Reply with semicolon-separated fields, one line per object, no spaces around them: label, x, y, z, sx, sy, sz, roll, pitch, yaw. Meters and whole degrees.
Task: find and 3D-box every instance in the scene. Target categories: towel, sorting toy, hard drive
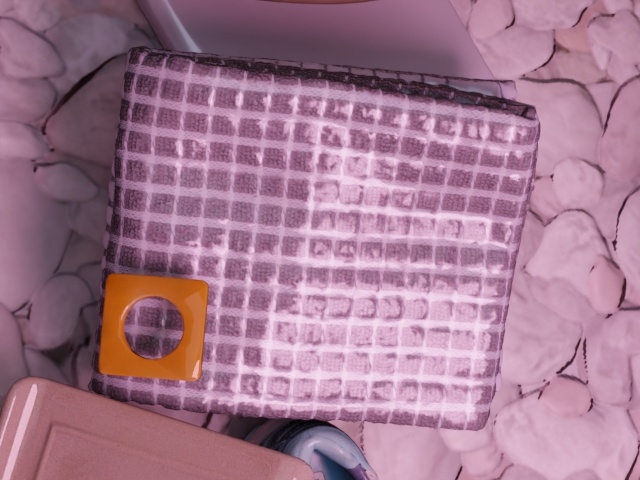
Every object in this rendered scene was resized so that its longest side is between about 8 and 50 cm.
towel;0.000;0.000;1.039;0.283;0.121;0.235;5;97;-8
sorting toy;-0.118;0.193;0.972;0.196;0.047;0.348;16;87;6
hard drive;-0.022;-0.180;1.148;0.203;0.040;0.308;-29;89;-18

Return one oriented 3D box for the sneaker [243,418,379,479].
sneaker;0.024;0.248;1.039;0.110;0.122;0.283;-24;87;-18

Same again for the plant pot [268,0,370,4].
plant pot;-0.011;-0.265;1.030;0.191;0.284;0.284;-31;89;17
